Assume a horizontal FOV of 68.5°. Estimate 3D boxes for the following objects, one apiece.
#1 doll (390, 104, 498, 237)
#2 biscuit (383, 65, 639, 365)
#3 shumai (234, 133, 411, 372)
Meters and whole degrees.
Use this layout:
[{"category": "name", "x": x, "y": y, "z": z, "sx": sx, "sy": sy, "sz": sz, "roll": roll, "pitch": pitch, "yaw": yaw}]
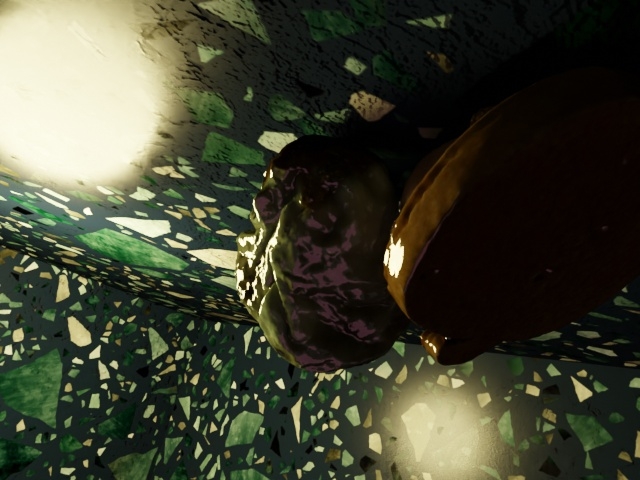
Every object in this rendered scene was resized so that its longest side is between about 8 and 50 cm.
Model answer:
[{"category": "doll", "x": 0.211, "y": -0.041, "z": 0.625, "sx": 0.303, "sy": 0.201, "sz": 0.156, "roll": 27, "pitch": -161, "yaw": -47}, {"category": "biscuit", "x": 0.230, "y": 0.001, "z": 0.500, "sx": 0.394, "sy": 0.070, "sz": 0.350, "roll": 19, "pitch": 119, "yaw": -41}, {"category": "shumai", "x": 0.000, "y": 0.000, "z": 0.658, "sx": 0.309, "sy": 0.304, "sz": 0.263, "roll": 8, "pitch": 149, "yaw": 12}]
